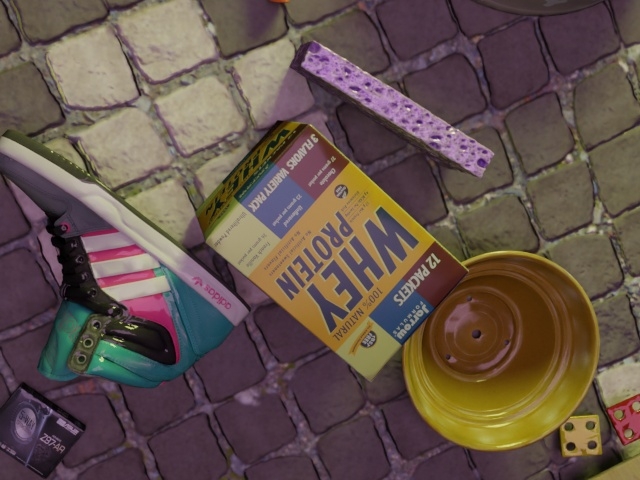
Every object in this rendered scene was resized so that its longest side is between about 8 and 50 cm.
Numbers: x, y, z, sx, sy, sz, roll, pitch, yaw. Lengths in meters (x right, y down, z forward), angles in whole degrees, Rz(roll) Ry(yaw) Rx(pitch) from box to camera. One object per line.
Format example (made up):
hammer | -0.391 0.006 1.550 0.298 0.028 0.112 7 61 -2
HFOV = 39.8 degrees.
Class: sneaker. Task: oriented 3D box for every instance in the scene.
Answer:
sneaker | -0.233 0.044 0.864 0.295 0.124 0.178 41 81 -15

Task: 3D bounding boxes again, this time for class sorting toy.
sorting toy | 0.374 0.312 1.039 0.132 0.046 0.274 -28 86 2

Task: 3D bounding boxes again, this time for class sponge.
sponge | 0.067 -0.132 0.888 0.210 0.117 0.031 30 95 -13

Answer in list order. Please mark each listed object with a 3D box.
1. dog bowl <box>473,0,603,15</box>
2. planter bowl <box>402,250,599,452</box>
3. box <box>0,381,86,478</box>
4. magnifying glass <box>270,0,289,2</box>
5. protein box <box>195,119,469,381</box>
dog bowl | 0.242 -0.406 0.886 0.349 0.102 0.348 -2 100 -10
planter bowl | 0.183 0.111 0.961 0.217 0.090 0.217 -2 99 -9
box | -0.299 0.199 0.924 0.083 0.018 0.067 40 91 -13
magnifying glass | -0.035 -0.351 0.860 0.026 0.092 0.230 0 109 -14
protein box | 0.000 0.000 0.853 0.200 0.201 0.136 42 89 -14
